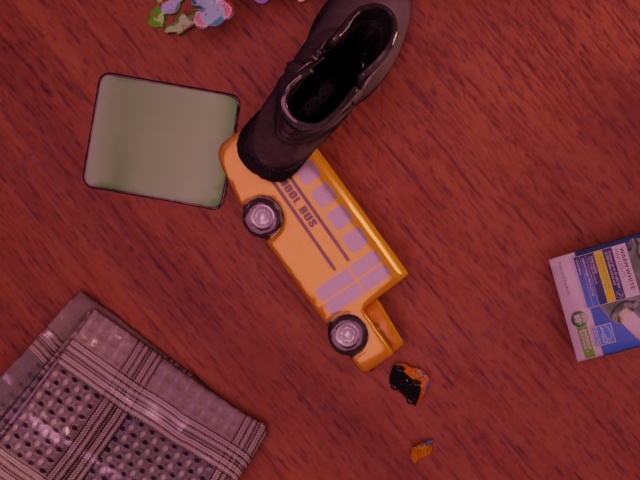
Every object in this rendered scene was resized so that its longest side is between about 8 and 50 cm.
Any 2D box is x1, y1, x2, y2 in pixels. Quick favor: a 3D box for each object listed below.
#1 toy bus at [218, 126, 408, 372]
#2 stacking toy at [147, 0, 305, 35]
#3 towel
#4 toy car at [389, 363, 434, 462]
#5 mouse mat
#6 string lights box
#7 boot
[{"bbox_3d":[0.000,0.000,1.785,0.130,0.108,0.333,-36,89,0],"label":"toy bus"},{"bbox_3d":[-0.098,-0.295,1.752,0.221,0.167,0.052,-21,91,5],"label":"stacking toy"},{"bbox_3d":[-0.272,0.261,1.780,0.324,0.056,0.312,35,66,4],"label":"towel"},{"bbox_3d":[0.119,0.216,1.832,0.040,0.060,0.122,-16,114,-37],"label":"toy car"},{"bbox_3d":[-0.206,-0.129,1.849,0.189,0.007,0.153,10,93,3],"label":"mouse mat"},{"bbox_3d":[0.424,0.049,1.733,0.259,0.076,0.133,-18,84,20],"label":"string lights box"},{"bbox_3d":[0.042,-0.222,1.666,0.118,0.222,0.338,33,66,-8],"label":"boot"}]
